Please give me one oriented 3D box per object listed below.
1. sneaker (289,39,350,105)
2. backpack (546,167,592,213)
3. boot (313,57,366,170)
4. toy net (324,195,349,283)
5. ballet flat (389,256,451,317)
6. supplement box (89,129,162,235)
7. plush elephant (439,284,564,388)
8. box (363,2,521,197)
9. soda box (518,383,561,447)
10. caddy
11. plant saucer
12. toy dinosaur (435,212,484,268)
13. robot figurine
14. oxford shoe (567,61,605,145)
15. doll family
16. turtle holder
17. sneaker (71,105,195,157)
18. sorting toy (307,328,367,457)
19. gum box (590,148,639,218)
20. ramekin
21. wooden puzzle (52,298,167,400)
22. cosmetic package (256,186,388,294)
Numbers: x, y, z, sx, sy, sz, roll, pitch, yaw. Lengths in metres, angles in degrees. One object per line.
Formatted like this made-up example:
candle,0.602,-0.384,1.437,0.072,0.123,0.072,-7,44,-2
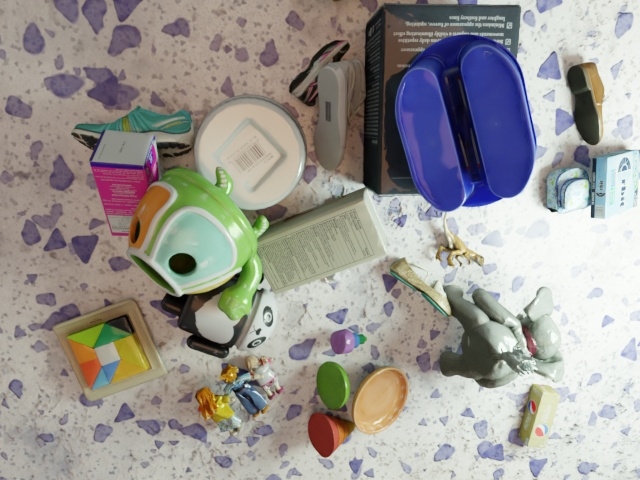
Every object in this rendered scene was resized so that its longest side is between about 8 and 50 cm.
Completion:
sneaker,0.007,-0.397,1.120,0.178,0.072,0.077,-44,124,6
backpack,0.662,-0.134,1.242,0.104,0.084,0.115,-12,102,-6
boot,0.058,-0.300,1.127,0.123,0.095,0.258,-31,140,-36
toy net,0.049,0.008,1.223,0.122,0.045,0.232,20,101,-11
ballet flat,0.280,0.119,1.247,0.206,0.073,0.067,39,87,1
supplement box,-0.422,-0.120,1.050,0.113,0.111,0.220,3,138,-8
plush elephant,0.503,0.253,1.237,0.255,0.330,0.272,-7,97,-24
box,0.260,-0.310,1.082,0.293,0.212,0.396,-1,103,-4
soda box,0.658,0.528,1.413,0.061,0.058,0.182,8,103,-8
caddy,0.282,-0.219,0.910,0.241,0.179,0.342,-12,106,22
plant saucer,0.162,0.441,1.311,0.199,0.037,0.200,-10,108,-32
toy dinosaur,0.356,0.008,1.261,0.211,0.064,0.112,45,77,-23
robot figurine,-0.243,0.166,1.158,0.278,0.174,0.209,24,138,-11
oxford shoe,0.700,-0.352,1.203,0.076,0.076,0.212,-22,107,-14
doll family,-0.229,0.414,1.249,0.262,0.118,0.163,-36,105,3
turtle holder,-0.265,0.011,1.007,0.227,0.243,0.320,-53,149,-27
sneaker,-0.429,-0.253,1.091,0.275,0.107,0.110,-1,75,-3
sorting toy,0.068,0.419,1.313,0.126,0.127,0.366,3,102,-37
gum box,0.775,-0.150,1.232,0.184,0.041,0.157,-15,106,-34
ramekin,-0.163,-0.203,1.101,0.276,0.135,0.278,-1,103,-6
wooden puzzle,-0.546,0.291,1.221,0.220,0.044,0.239,-20,105,-2
cosmetic package,0.000,0.000,1.136,0.296,0.129,0.153,-19,106,14
